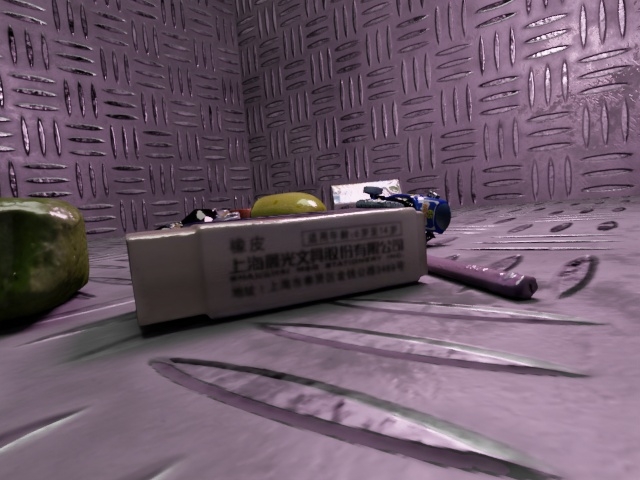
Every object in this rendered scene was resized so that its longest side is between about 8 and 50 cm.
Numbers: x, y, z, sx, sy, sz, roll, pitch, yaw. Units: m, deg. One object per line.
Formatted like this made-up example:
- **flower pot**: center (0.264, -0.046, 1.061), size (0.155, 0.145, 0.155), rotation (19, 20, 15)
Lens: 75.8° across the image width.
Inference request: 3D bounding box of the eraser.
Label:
- **eraser**: center (-0.040, 0.015, 0.415), size (0.279, 0.081, 0.124), rotation (-7, 6, -24)

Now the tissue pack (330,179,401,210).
- **tissue pack**: center (0.154, -0.101, 1.398), size (0.229, 0.145, 0.159), rotation (-5, -28, -3)

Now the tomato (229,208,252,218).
- **tomato**: center (-0.212, -0.069, 1.497), size (0.237, 0.095, 0.237), rotation (-2, 2, 0)

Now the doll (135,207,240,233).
- **doll**: center (-0.393, -0.035, 1.239), size (0.316, 0.103, 0.145), rotation (-16, -7, -23)

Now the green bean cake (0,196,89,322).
- **green bean cake**: center (-0.370, 0.021, 0.432), size (0.222, 0.125, 0.248), rotation (-8, 6, -31)

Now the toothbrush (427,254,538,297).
- **toothbrush**: center (0.123, 0.020, 0.494), size (0.024, 0.029, 0.354), rotation (-19, 8, -10)

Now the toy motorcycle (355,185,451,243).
- **toy motorcycle**: center (0.159, -0.045, 0.807), size (0.169, 0.113, 0.315), rotation (7, -1, 10)

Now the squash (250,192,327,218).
- **squash**: center (-0.072, -0.065, 1.086), size (0.132, 0.132, 0.247), rotation (-9, 6, -39)
